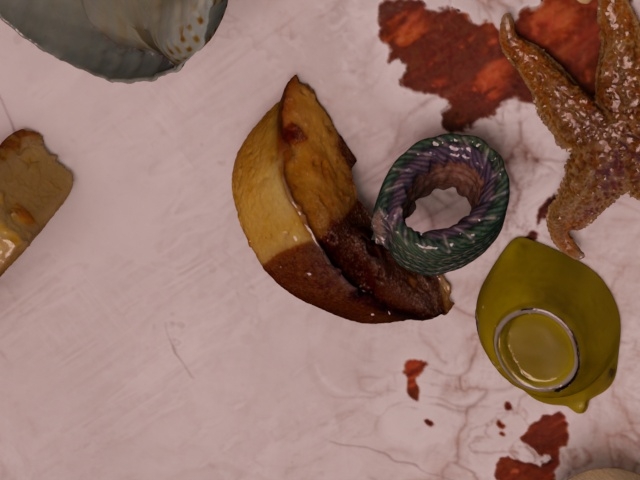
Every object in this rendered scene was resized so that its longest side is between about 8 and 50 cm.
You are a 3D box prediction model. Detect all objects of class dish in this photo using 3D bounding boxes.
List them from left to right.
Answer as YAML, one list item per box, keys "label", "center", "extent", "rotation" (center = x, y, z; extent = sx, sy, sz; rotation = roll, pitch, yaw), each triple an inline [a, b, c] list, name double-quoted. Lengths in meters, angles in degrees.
- label: "dish"
  center: [0.228, 0.102, 1.883]
  extent: [0.149, 0.080, 0.207]
  rotation: [-17, 106, 24]

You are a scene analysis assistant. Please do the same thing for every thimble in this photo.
- label: "thimble"
  center: [0.121, -0.033, 1.814]
  extent: [0.118, 0.135, 0.090]
  rotation: [38, 162, 16]

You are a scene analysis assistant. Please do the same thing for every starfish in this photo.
- label: "starfish"
  center: [0.301, -0.118, 1.770]
  extent: [0.299, 0.060, 0.302]
  rotation: [-30, 102, 29]

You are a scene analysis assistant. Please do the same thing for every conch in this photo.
- label: "conch"
  center: [-0.196, -0.313, 1.748]
  extent: [0.319, 0.215, 0.303]
  rotation: [-5, 123, 47]

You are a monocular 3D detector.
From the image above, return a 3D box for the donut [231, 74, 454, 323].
- label: "donut"
  center: [0.000, 0.000, 1.872]
  extent: [0.112, 0.151, 0.295]
  rotation: [-29, 104, 37]

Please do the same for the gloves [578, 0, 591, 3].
- label: "gloves"
  center: [0.188, -0.288, 1.687]
  extent: [0.203, 0.124, 0.164]
  rotation: [38, 131, 0]

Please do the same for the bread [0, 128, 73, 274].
- label: "bread"
  center: [-0.396, 0.020, 1.978]
  extent: [0.114, 0.184, 0.275]
  rotation: [42, 120, -9]

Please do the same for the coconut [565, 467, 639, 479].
- label: "coconut"
  center: [0.305, 0.365, 1.899]
  extent: [0.245, 0.247, 0.245]
  rotation: [-6, 114, -14]
